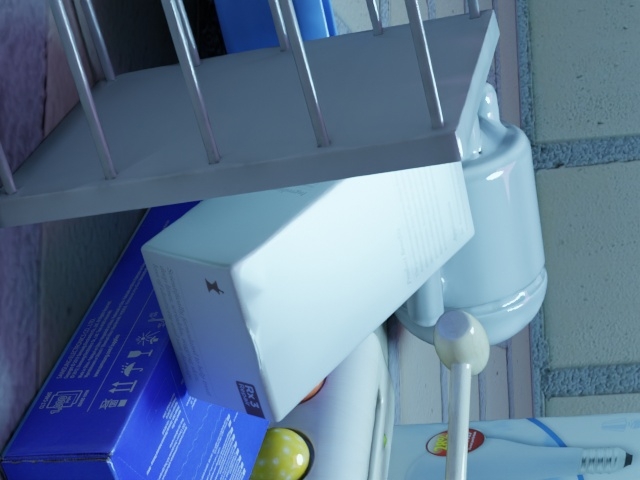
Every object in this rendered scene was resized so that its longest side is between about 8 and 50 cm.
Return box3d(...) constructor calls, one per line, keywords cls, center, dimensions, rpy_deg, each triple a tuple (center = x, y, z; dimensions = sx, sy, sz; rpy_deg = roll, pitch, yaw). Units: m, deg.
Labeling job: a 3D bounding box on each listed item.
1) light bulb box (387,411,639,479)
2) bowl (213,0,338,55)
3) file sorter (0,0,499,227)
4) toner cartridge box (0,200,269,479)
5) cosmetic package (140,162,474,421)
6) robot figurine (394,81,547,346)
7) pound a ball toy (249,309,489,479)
box3d(cls="light bulb box", center=(0.204, 0.356, 1.451), dimensions=(0.358, 0.361, 0.225), rpy_deg=(-55, 137, -66))
box3d(cls="bowl", center=(-0.039, -0.220, 1.111), dimensions=(0.391, 0.077, 0.391), rpy_deg=(-12, 90, -86))
box3d(cls="file sorter", center=(-0.057, -0.142, 0.819), dimensions=(0.193, 0.278, 0.173), rpy_deg=(-66, 144, -59))
box3d(cls="toner cartridge box", center=(-0.099, 0.101, 0.965), dimensions=(0.348, 0.075, 0.165), rpy_deg=(-69, 151, -57))
box3d(cls="cosmetic package", center=(0.000, 0.000, 0.905), dimensions=(0.231, 0.085, 0.117), rpy_deg=(-38, 126, -38))
box3d(cls="robot figurine", center=(0.169, -0.015, 1.714), dimensions=(0.300, 0.200, 0.353), rpy_deg=(-43, 129, -51))
box3d(cls="pound a ball toy", center=(0.018, 0.178, 1.118), dimensions=(0.136, 0.208, 0.319), rpy_deg=(69, 23, -46))
